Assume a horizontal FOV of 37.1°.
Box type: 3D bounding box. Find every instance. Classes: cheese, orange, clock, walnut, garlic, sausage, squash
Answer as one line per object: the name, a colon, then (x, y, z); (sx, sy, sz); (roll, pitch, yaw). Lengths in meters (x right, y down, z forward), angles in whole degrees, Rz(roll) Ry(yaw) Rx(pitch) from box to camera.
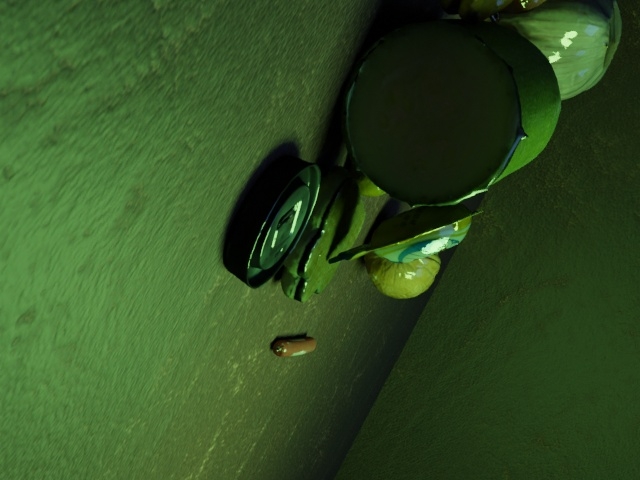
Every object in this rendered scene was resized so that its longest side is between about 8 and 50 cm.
cheese: (0.123, -0.007, 1.416); (0.177, 0.069, 0.270); (-21, -177, -43)
orange: (0.087, -0.112, 1.533); (0.095, 0.085, 0.085); (-54, 170, 22)
clock: (-0.062, -0.026, 1.252); (0.184, 0.040, 0.184); (-56, 165, -24)
walnut: (0.170, 0.039, 1.982); (0.165, 0.165, 0.197); (-59, 159, -11)
garlic: (0.486, -0.444, 1.992); (0.317, 0.259, 0.317); (-14, 106, -58)
sausage: (-0.046, 0.197, 1.770); (0.034, 0.034, 0.253); (-62, 167, 2)
squash: (0.208, -0.201, 1.430); (0.263, 0.263, 0.384); (-66, 165, 19)

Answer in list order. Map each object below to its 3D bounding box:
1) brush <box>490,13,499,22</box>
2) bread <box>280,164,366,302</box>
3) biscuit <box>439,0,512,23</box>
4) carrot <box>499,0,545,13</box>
brush: (0.241, -0.399, 1.474); (0.043, 0.014, 0.170); (-55, 133, -15)
bread: (0.000, 0.000, 1.494); (0.207, 0.056, 0.286); (-58, 165, -12)
biscuit: (0.246, -0.368, 1.227); (0.220, 0.066, 0.220); (-41, 168, -11)
carrot: (0.290, -0.473, 1.477); (0.159, 0.159, 0.225); (-57, 153, -15)
